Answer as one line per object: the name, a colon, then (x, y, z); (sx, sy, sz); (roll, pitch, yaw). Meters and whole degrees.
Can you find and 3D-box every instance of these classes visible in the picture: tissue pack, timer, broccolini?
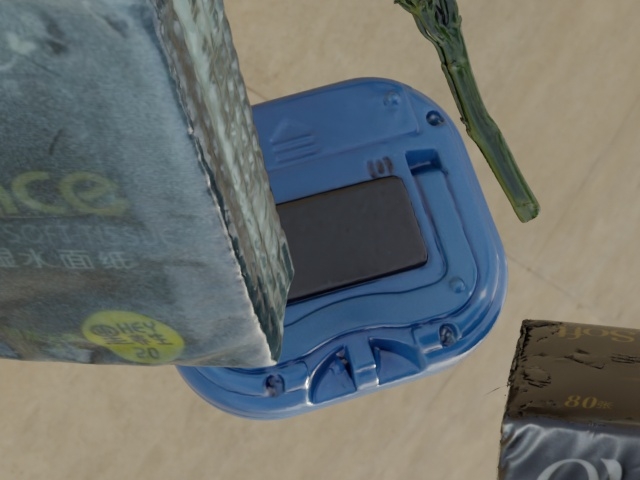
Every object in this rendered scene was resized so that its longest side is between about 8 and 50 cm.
tissue pack: (-0.122, -0.039, 0.462); (0.257, 0.185, 0.081); (77, 17, -53)
timer: (0.000, 0.000, 1.048); (0.340, 0.309, 0.115); (-16, 162, -6)
broccolini: (0.085, -0.110, 0.675); (0.051, 0.054, 0.239); (-26, 113, 2)
tissue pack: (0.305, 0.188, 0.782); (0.210, 0.370, 0.198); (-51, 143, -67)
